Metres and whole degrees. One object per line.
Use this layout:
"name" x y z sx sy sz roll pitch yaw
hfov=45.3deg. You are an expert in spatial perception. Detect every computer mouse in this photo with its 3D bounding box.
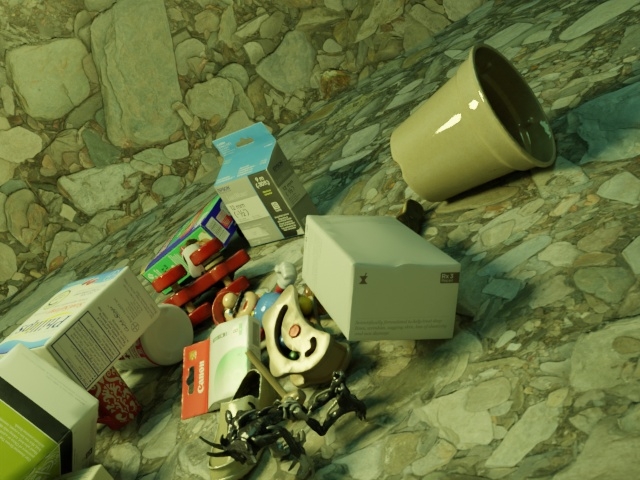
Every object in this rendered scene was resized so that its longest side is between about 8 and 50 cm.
"computer mouse" -0.363 0.085 2.296 0.106 0.193 0.042 -30 53 -12

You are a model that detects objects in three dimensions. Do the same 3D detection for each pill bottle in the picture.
"pill bottle" -0.486 0.263 2.051 0.283 0.160 0.160 -14 27 42

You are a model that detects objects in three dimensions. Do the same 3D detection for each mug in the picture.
"mug" -0.530 0.375 1.837 0.113 0.169 0.150 -5 34 51

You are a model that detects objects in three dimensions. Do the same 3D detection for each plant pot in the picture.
"plant pot" 0.351 -0.256 1.876 0.305 0.334 0.334 -32 17 34

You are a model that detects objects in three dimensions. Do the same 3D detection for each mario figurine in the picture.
"mario figurine" -0.144 0.158 1.772 0.321 0.170 0.198 -7 14 41

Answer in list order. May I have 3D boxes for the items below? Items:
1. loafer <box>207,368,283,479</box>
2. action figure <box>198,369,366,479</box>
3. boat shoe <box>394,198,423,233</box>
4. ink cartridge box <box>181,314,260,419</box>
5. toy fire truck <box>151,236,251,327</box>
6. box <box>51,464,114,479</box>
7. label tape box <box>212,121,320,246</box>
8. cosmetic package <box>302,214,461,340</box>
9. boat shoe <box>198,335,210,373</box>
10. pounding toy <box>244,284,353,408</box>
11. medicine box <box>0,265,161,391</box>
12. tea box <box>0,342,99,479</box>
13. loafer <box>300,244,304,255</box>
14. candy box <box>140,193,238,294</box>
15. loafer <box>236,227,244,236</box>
"loafer" -0.155 0.349 1.462 0.102 0.092 0.268 -22 22 26
"action figure" -0.059 0.331 1.308 0.276 0.140 0.164 -21 19 -16
"boat shoe" 0.207 -0.035 1.897 0.060 0.064 0.178 -56 1 38
"ink cartridge box" -0.232 0.279 1.682 0.225 0.056 0.181 -20 55 25
"toy fire truck" -0.341 0.127 2.191 0.302 0.169 0.254 -36 2 -14
"box" -0.482 0.569 1.380 0.148 0.121 0.311 -22 22 28
"label tape box" -0.192 -0.165 2.348 0.249 0.347 0.115 -13 28 43
"cosmetic package" 0.107 0.063 1.543 0.217 0.156 0.385 1 16 -13
"boat shoe" -0.243 0.270 1.826 0.072 0.068 0.190 -18 21 5
"pounding toy" -0.046 0.198 1.510 0.154 0.155 0.269 -35 45 21
"medicine box" -0.573 0.218 1.801 0.264 0.149 0.289 -14 25 39
"tea box" -0.642 0.448 1.551 0.323 0.220 0.329 -48 -12 -38
"loafer" 0.000 0.000 2.133 0.125 0.045 0.039 -29 13 17
"candy box" -0.410 0.001 2.527 0.317 0.122 0.268 -38 15 30
"loafer" -0.247 -0.049 2.577 0.062 0.061 0.170 -42 21 -23
